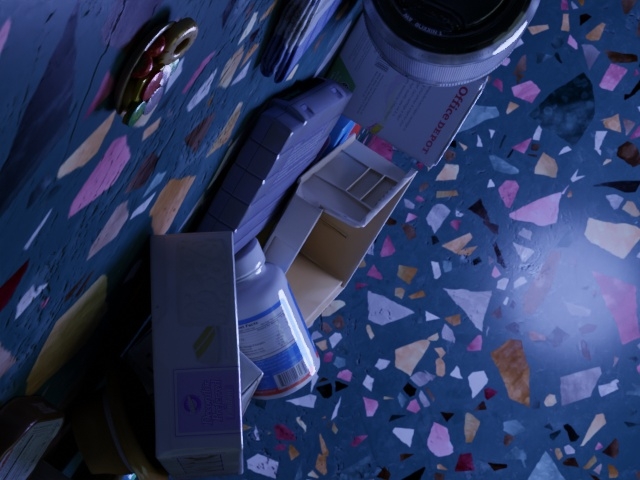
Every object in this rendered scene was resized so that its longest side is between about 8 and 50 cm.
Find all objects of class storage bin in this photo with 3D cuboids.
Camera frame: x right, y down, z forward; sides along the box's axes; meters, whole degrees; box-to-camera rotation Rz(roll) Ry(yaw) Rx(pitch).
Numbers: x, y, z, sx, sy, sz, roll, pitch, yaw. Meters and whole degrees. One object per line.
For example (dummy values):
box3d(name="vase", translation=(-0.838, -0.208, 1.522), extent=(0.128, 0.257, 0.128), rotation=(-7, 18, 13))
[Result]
box3d(name="storage bin", translation=(0.000, 0.000, 1.749), extent=(0.262, 0.123, 0.260), rotation=(-59, 172, 32))

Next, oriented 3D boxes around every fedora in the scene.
box3d(name="fedora", translation=(-0.249, 0.231, 1.359), extent=(0.079, 0.194, 0.194), rotation=(-23, 176, 1))

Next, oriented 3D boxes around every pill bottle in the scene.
box3d(name="pill bottle", translation=(-0.093, 0.108, 1.611), extent=(0.124, 0.221, 0.124), rotation=(-18, -157, 8))

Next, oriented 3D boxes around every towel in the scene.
box3d(name="towel", translation=(0.027, -0.311, 1.154), extent=(0.209, 0.034, 0.285), rotation=(-58, 179, -39))

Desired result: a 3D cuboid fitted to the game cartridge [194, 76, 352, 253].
box3d(name="game cartridge", translation=(-0.064, -0.103, 1.516), extent=(0.230, 0.068, 0.355), rotation=(-63, 175, 19))

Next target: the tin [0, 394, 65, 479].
box3d(name="tin", translation=(-0.301, 0.205, 1.098), extent=(0.106, 0.040, 0.189), rotation=(-62, 177, -5))

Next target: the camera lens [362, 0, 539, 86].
box3d(name="camera lens", translation=(0.162, -0.315, 1.425), extent=(0.219, 0.219, 0.274), rotation=(-58, 177, 2))

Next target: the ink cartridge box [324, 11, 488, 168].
box3d(name="ink cartridge box", translation=(0.125, -0.233, 1.699), extent=(0.154, 0.212, 0.093), rotation=(-60, 176, 22))

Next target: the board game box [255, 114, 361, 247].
box3d(name="board game box", translation=(-0.014, -0.130, 1.893), extent=(0.316, 0.064, 0.242), rotation=(-60, 176, 36))

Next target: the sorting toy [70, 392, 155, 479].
box3d(name="sorting toy", translation=(-0.292, 0.317, 1.483), extent=(0.193, 0.038, 0.208), rotation=(-37, -160, 35))

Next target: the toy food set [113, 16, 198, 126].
box3d(name="toy food set", translation=(-0.122, -0.123, 0.815), extent=(0.082, 0.020, 0.083), rotation=(-60, 176, 36))

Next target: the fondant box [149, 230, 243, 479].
box3d(name="fondant box", translation=(-0.141, 0.149, 1.318), extent=(0.330, 0.096, 0.238), rotation=(100, -13, -74))

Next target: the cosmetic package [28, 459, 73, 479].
box3d(name="cosmetic package", translation=(-0.354, 0.367, 1.265), extent=(0.127, 0.107, 0.238), rotation=(-60, 173, 18))

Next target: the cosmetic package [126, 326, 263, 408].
box3d(name="cosmetic package", translation=(-0.195, 0.225, 1.631), extent=(0.113, 0.160, 0.309), rotation=(-45, 172, -24))

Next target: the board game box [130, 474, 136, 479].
box3d(name="board game box", translation=(-0.250, 0.254, 2.111), extent=(0.390, 0.050, 0.390), rotation=(-60, 176, 29))
